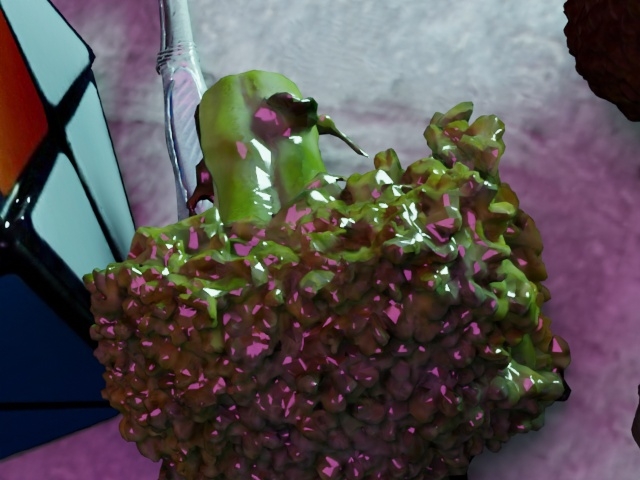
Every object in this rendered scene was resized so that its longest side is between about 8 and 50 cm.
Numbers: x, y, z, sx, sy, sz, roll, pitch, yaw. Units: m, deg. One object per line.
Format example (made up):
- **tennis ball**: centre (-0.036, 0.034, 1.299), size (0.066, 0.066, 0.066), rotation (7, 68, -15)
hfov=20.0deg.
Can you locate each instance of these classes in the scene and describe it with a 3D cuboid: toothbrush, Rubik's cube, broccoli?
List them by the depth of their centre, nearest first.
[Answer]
- **broccoli**: centre (0.004, 0.005, 0.882), size (0.242, 0.180, 0.273), rotation (-11, 71, -10)
- **Rubik's cube**: centre (-0.248, -0.020, 0.965), size (0.246, 0.248, 0.250), rotation (-20, 61, 6)
- **toothbrush**: centre (-0.075, -0.057, 1.051), size (0.035, 0.042, 0.413), rotation (-16, 63, 9)

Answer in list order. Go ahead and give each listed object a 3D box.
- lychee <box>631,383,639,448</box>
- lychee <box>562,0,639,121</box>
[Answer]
- **lychee**: centre (0.255, 0.060, 0.761), size (0.255, 0.255, 0.274), rotation (-44, 68, -7)
- **lychee**: centre (0.207, -0.146, 0.928), size (0.194, 0.194, 0.194), rotation (-7, 62, 14)
